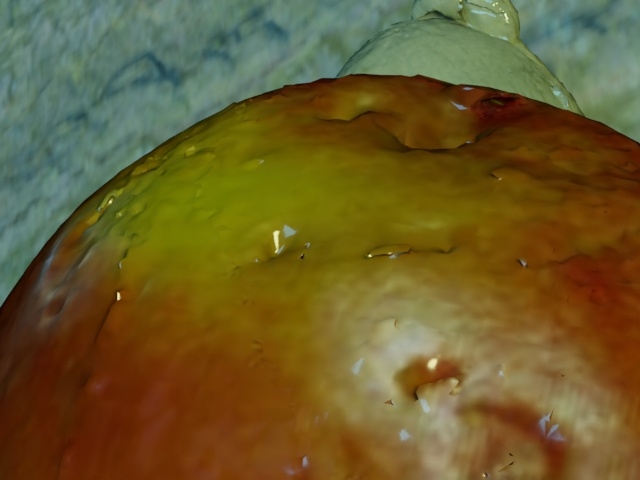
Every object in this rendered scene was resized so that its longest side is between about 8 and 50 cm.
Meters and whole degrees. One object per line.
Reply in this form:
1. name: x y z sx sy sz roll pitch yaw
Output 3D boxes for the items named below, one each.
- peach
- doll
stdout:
1. peach: 0.054 0.134 0.616 0.353 0.339 0.416 -43 49 12
2. doll: 0.000 0.004 0.896 0.278 0.149 0.175 -36 78 35
